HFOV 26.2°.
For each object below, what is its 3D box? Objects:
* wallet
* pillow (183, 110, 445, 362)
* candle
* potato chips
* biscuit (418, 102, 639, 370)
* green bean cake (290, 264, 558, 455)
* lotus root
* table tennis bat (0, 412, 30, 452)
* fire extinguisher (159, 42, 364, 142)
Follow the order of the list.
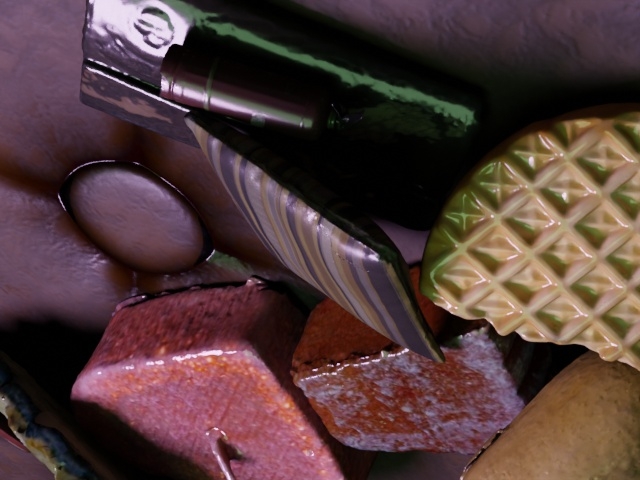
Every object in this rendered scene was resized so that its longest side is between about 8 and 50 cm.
[{"bbox_3d":[-0.039,-0.109,1.093,0.321,0.044,0.170,23,139,2],"label":"wallet"},{"bbox_3d":[0.000,0.000,1.076,0.212,0.052,0.208,35,169,28],"label":"pillow"},{"bbox_3d":[-0.083,0.167,1.365,0.317,0.131,0.287,25,139,-2],"label":"candle"},{"bbox_3d":[-0.225,0.277,1.478,0.429,0.070,0.358,48,176,-14],"label":"potato chips"},{"bbox_3d":[0.239,0.002,1.005,0.309,0.040,0.204,15,113,0],"label":"biscuit"},{"bbox_3d":[0.088,0.102,1.223,0.233,0.097,0.198,-5,134,32],"label":"green bean cake"},{"bbox_3d":[0.224,0.178,1.115,0.303,0.131,0.146,-43,145,9],"label":"lotus root"},{"bbox_3d":[-0.359,0.195,1.565,0.154,0.021,0.274,46,176,41],"label":"table tennis bat"},{"bbox_3d":[-0.042,-0.104,1.042,0.157,0.045,0.078,16,163,7],"label":"fire extinguisher"}]
